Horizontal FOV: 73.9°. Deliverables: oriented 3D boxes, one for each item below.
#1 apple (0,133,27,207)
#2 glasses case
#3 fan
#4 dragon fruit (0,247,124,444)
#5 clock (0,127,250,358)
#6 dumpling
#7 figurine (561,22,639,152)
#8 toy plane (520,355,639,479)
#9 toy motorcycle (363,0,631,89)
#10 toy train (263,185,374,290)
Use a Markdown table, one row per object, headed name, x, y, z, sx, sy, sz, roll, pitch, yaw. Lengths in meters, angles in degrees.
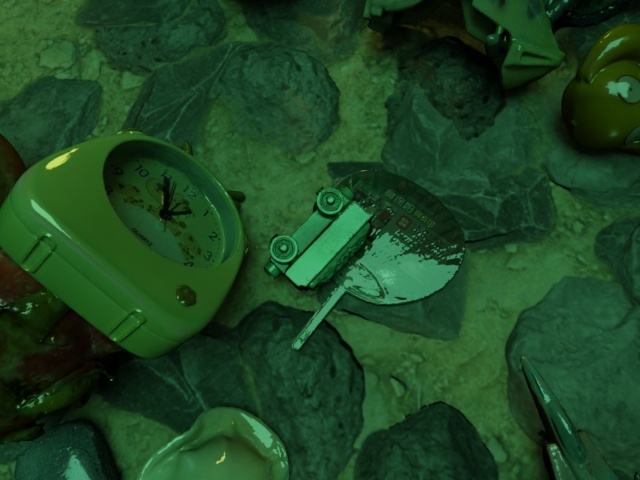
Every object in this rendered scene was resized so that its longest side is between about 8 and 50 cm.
| name | x | y | z | sx | sy | sz | roll | pitch | yaw |
| --- | --- | --- | --- | --- | --- | --- | --- | --- | --- |
| apple | -0.566 | -0.074 | 0.592 | 0.264 | 0.264 | 0.265 | -1 | 72 | 4 |
| glasses case | -0.289 | 0.363 | 0.520 | 0.109 | 0.067 | 0.283 | -29 | 71 | -8 |
| fan | 0.058 | 0.004 | 0.635 | 0.294 | 0.012 | 0.224 | -22 | 72 | -2 |
| dragon fruit | -0.356 | 0.097 | 0.528 | 0.291 | 0.250 | 0.269 | -27 | 94 | -34 |
| clock | -0.200 | -0.026 | 0.541 | 0.096 | 0.308 | 0.235 | -37 | 106 | 28 |
| dumpling | -0.124 | 0.272 | 0.522 | 0.169 | 0.100 | 0.134 | 4 | 58 | 4 |
| figurine | 0.476 | -0.225 | 0.602 | 0.215 | 0.215 | 0.228 | 40 | 65 | 15 |
| toy plane | 0.301 | 0.291 | 0.477 | 0.222 | 0.104 | 0.327 | -20 | 68 | -3 |
| toy motorcycle | 0.236 | -0.386 | 0.643 | 0.409 | 0.168 | 0.237 | 27 | 114 | 10 |
| toy train | 0.000 | 0.000 | 0.604 | 0.099 | 0.070 | 0.172 | 42 | 81 | 8 |
